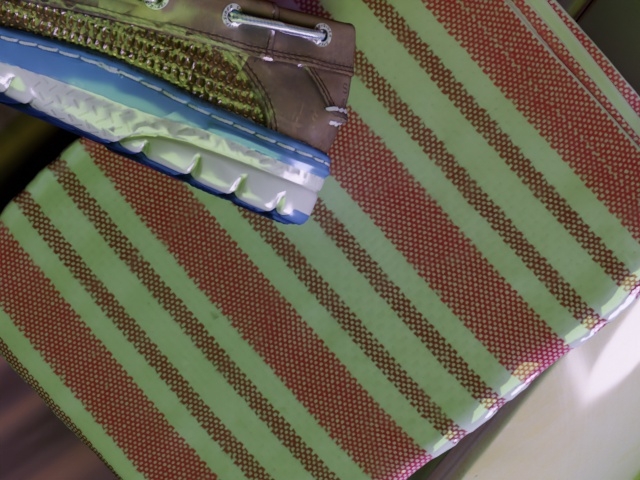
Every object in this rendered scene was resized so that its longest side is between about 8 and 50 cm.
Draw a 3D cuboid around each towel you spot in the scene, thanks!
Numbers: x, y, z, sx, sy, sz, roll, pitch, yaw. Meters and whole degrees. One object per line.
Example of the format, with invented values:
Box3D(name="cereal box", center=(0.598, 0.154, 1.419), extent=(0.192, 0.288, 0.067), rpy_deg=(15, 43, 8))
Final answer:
Box3D(name="towel", center=(0.000, 0.000, 0.530), extent=(0.197, 0.144, 0.029), rpy_deg=(-41, 177, 14))

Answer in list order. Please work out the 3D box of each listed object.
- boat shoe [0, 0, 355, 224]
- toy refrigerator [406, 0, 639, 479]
Box3D(name="boat shoe", center=(-0.073, -0.067, 0.466), extent=(0.183, 0.066, 0.066), rpy_deg=(24, 86, -28))
Box3D(name="toy refrigerator", center=(0.069, 0.030, 0.610), extent=(0.094, 0.102, 0.269), rpy_deg=(15, 123, -38))
